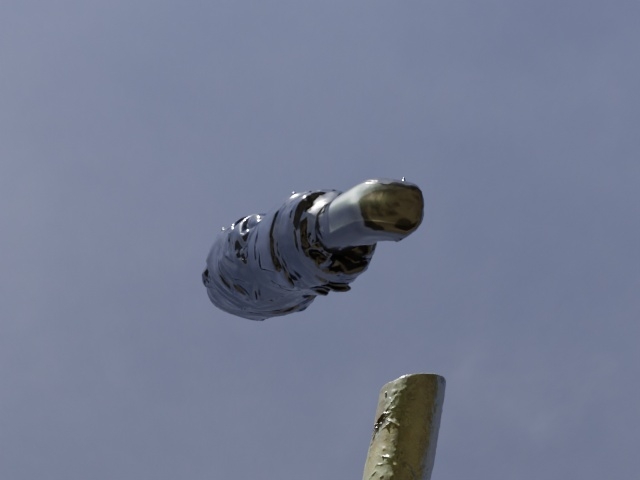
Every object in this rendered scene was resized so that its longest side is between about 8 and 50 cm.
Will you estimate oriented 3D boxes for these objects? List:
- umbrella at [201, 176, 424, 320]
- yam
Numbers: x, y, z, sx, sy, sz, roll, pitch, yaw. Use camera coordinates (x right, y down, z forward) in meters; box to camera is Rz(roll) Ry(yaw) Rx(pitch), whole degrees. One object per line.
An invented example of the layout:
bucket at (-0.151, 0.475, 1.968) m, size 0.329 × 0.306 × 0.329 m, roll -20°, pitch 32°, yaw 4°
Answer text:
umbrella at (-0.007, -0.003, 0.825) m, size 0.070 × 0.248 × 0.071 m, roll 4°, pitch -104°, yaw -16°
yam at (0.050, 0.122, 0.941) m, size 0.043 × 0.043 × 0.094 m, roll 12°, pitch -119°, yaw -1°
